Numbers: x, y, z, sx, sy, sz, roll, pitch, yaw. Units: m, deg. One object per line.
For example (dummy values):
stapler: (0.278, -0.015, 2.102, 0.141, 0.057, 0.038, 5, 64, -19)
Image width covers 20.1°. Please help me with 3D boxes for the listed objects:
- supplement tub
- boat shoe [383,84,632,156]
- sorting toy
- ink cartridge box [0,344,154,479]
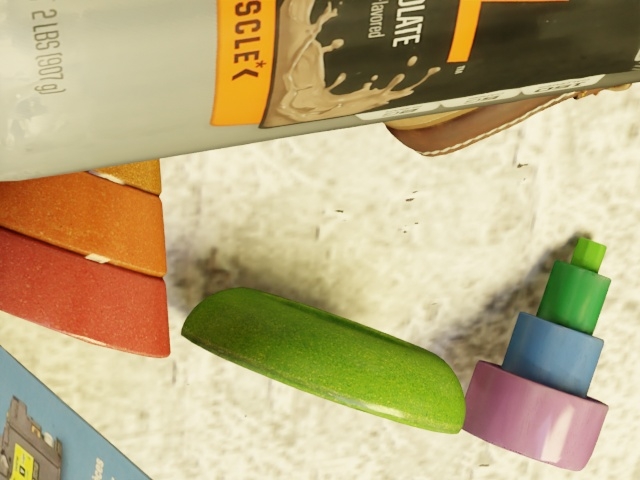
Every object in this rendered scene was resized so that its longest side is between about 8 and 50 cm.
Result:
supplement tub: (0.034, -0.142, 0.551, 0.338, 0.207, 0.207, -11, 132, -13)
boat shoe: (0.117, -0.094, 0.717, 0.207, 0.073, 0.073, -34, 131, 9)
sorting toy: (0.000, 0.000, 0.756, 0.365, 0.127, 0.126, 19, 91, -36)
ink cartridge box: (-0.247, 0.108, 0.632, 0.270, 0.151, 0.395, -23, 128, 25)
